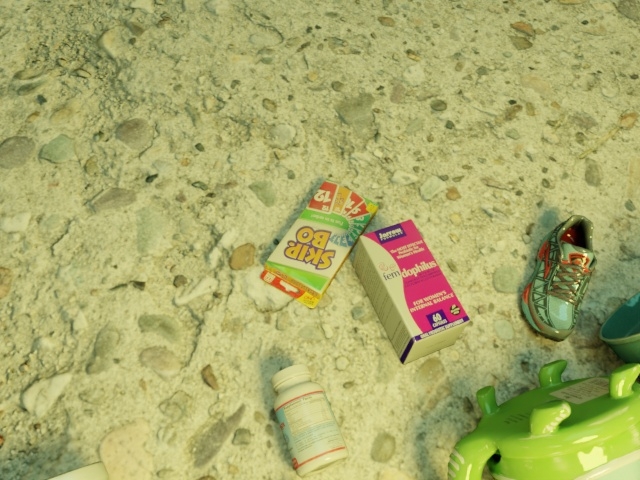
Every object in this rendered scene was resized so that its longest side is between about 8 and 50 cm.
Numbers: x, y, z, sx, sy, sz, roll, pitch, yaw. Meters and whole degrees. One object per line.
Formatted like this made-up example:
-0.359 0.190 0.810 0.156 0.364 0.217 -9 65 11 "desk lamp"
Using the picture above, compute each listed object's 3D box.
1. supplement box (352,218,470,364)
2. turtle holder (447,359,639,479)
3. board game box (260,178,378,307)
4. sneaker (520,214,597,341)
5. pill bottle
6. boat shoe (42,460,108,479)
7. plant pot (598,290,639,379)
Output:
0.156 0.090 1.043 0.111 0.114 0.220 -19 61 -15 "supplement box"
0.352 0.327 0.844 0.320 0.243 0.228 -16 86 -38 "turtle holder"
0.000 0.000 1.127 0.124 0.039 0.259 28 64 12 "board game box"
0.451 0.059 1.080 0.104 0.125 0.262 18 59 6 "sneaker"
-0.023 0.284 0.924 0.087 0.087 0.160 -17 62 -15 "pill bottle"
-0.439 0.429 0.795 0.335 0.121 0.119 -28 73 -8 "boat shoe"
0.661 0.192 0.956 0.271 0.272 0.255 -32 81 -21 "plant pot"
